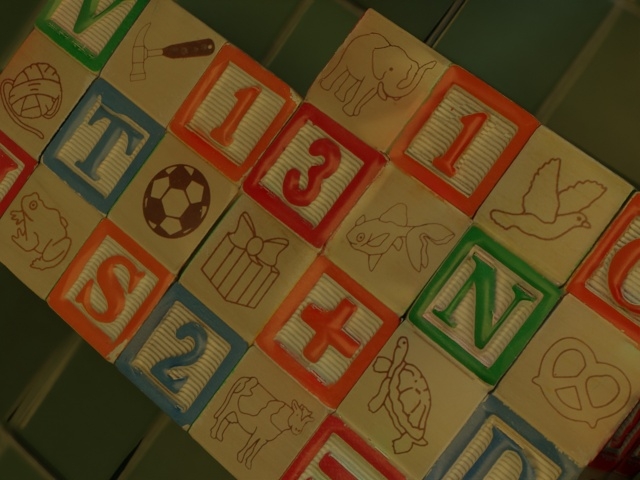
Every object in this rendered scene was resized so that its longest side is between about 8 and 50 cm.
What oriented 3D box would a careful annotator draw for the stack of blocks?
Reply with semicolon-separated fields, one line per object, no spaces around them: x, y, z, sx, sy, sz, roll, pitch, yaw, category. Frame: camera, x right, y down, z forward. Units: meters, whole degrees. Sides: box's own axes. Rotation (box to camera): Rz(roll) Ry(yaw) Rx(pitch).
0.000;0.000;0.574;0.297;0.087;0.171;38;94;26;stack of blocks
